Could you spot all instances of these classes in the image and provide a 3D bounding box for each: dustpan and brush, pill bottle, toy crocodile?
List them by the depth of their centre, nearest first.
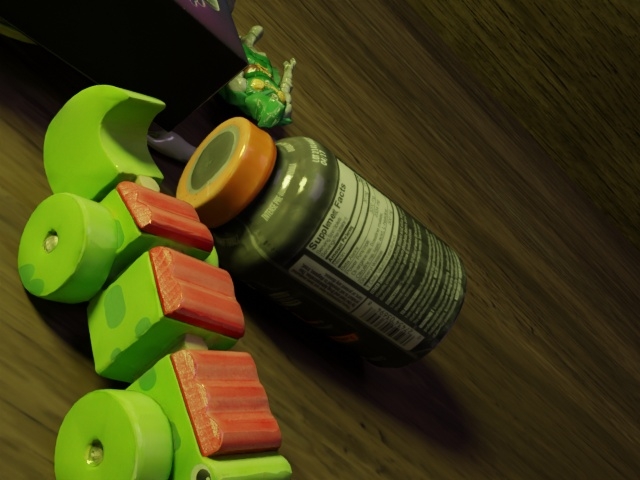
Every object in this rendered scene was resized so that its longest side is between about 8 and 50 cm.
[{"bbox_3d":[-0.088,0.056,0.471,0.115,0.105,0.340,20,38,-50],"label":"toy crocodile"},{"bbox_3d":[0.000,0.000,0.679,0.246,0.130,0.130,36,27,-30],"label":"pill bottle"},{"bbox_3d":[-0.076,-0.070,0.756,0.211,0.060,0.147,33,16,-48],"label":"dustpan and brush"}]

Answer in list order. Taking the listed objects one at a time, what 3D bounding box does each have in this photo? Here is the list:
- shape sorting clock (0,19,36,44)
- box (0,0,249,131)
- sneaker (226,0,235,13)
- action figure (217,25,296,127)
[{"bbox_3d":[-0.277,-0.232,0.639,0.206,0.040,0.206,40,25,-24],"label":"shape sorting clock"},{"bbox_3d":[-0.190,-0.232,0.630,0.261,0.103,0.184,34,25,-47],"label":"box"},{"bbox_3d":[-0.203,-0.330,0.784,0.321,0.180,0.124,60,24,-58],"label":"sneaker"},{"bbox_3d":[-0.074,-0.181,0.872,0.137,0.063,0.232,20,27,-30],"label":"action figure"}]
